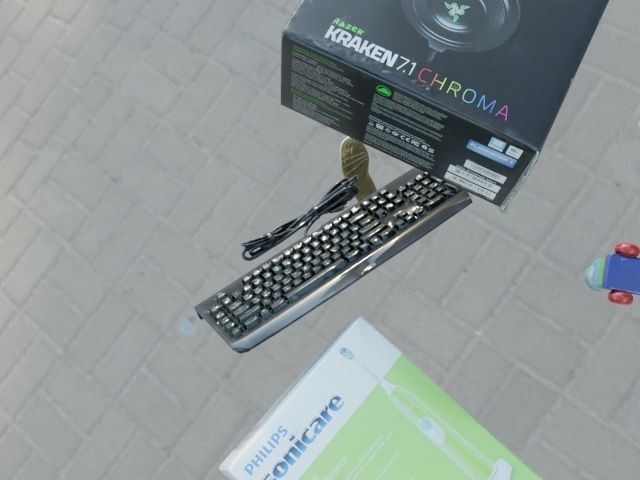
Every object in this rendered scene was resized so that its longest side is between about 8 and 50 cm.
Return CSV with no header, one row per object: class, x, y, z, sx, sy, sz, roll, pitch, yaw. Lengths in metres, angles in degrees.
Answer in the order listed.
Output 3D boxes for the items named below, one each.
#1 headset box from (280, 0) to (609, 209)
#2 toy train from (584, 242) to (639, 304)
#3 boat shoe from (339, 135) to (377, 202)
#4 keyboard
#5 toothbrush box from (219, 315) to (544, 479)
headset box,0.133,-0.217,0.809,0.246,0.131,0.283,27,70,6
toy train,0.605,0.077,1.505,0.248,0.143,0.105,10,85,-3
boat shoe,0.059,-0.130,1.511,0.056,0.152,0.049,-25,42,-9
keyboard,0.000,0.000,0.951,0.317,0.033,0.201,-32,28,-17
toothbrush box,0.069,0.253,0.884,0.283,0.122,0.206,42,72,1
